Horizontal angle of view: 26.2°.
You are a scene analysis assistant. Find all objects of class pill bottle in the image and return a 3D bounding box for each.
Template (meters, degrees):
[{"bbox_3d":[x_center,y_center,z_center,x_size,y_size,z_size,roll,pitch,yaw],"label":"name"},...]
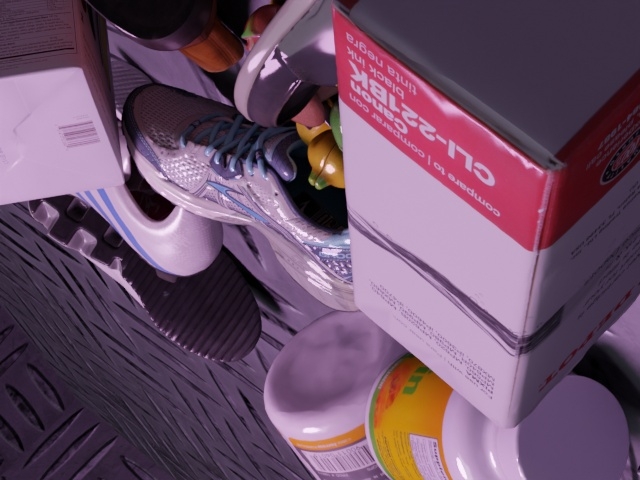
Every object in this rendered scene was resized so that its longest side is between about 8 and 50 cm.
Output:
[{"bbox_3d":[0.075,0.209,1.373,0.162,0.162,0.278,21,152,52],"label":"pill bottle"},{"bbox_3d":[0.144,0.157,1.141,0.136,0.136,0.245,49,162,-13],"label":"pill bottle"}]

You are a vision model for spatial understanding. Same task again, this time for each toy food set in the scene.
[{"bbox_3d":[-0.008,-0.107,0.996,0.128,0.071,0.218,33,159,33],"label":"toy food set"}]

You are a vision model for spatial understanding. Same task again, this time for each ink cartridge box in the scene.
[{"bbox_3d":[0.115,-0.056,0.627,0.114,0.197,0.273,39,161,21],"label":"ink cartridge box"}]

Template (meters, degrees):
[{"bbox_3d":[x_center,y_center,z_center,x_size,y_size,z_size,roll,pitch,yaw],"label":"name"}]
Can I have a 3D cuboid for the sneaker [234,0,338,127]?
[{"bbox_3d":[0.032,-0.107,0.817,0.118,0.083,0.222,42,144,0],"label":"sneaker"}]

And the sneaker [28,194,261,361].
[{"bbox_3d":[-0.194,0.024,1.674,0.330,0.122,0.146,40,180,12],"label":"sneaker"}]

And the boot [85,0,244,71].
[{"bbox_3d":[-0.160,-0.234,0.985,0.264,0.096,0.280,39,-175,-1],"label":"boot"}]

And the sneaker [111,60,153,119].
[{"bbox_3d":[-0.173,-0.117,1.372,0.134,0.051,0.070,42,158,-5],"label":"sneaker"}]

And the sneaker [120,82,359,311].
[{"bbox_3d":[-0.043,-0.065,1.153,0.283,0.110,0.122,32,151,11],"label":"sneaker"}]

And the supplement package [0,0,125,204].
[{"bbox_3d":[-0.258,-0.166,1.145,0.194,0.149,0.203,85,175,-65],"label":"supplement package"}]

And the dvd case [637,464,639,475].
[{"bbox_3d":[0.352,0.221,1.000,0.179,0.029,0.238,46,161,-4],"label":"dvd case"}]

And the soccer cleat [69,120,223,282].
[{"bbox_3d":[-0.229,-0.093,1.494,0.331,0.116,0.143,35,145,21],"label":"soccer cleat"}]
